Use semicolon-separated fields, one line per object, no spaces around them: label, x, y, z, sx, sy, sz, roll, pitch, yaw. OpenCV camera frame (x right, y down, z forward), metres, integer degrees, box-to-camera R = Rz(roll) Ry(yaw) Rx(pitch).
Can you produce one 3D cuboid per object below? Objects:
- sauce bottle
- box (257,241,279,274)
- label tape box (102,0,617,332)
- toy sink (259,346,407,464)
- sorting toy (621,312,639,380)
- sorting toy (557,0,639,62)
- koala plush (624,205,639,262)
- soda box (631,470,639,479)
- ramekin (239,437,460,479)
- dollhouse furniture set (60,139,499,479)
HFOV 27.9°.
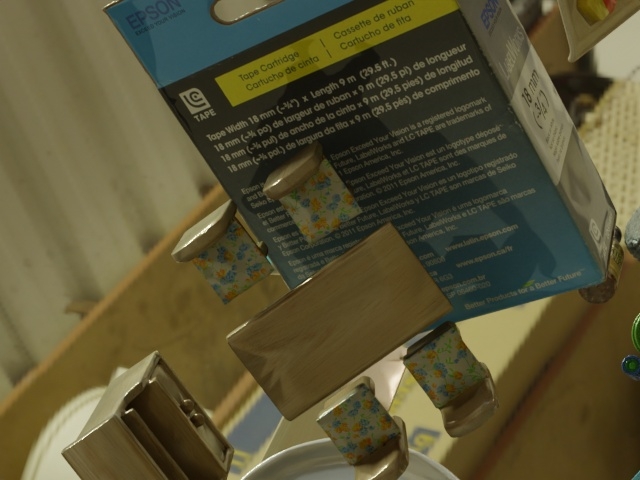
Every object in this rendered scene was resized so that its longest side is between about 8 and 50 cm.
sauce bottle;0.296;0.020;1.351;0.128;0.042;0.042;-59;-38;-56
box;0.000;0.000;1.447;0.100;0.244;0.060;6;-99;-14
label tape box;0.038;-0.093;0.947;0.334;0.240;0.106;58;-147;-22
toy sink;0.017;0.251;1.791;0.234;0.131;0.153;-64;-2;32
sorting toy;0.289;0.107;1.089;0.042;0.061;0.102;34;-127;-62
sorting toy;0.332;-0.337;1.502;0.193;0.038;0.208;-38;-56;-34
koala plush;0.462;-0.010;1.315;0.196;0.221;0.203;-60;6;7
soda box;0.329;0.208;1.142;0.210;0.067;0.071;-53;-22;23
ramekin;0.027;0.327;1.204;0.273;0.273;0.127;-51;-27;-38
dollhouse furniture set;-0.030;0.090;0.861;0.212;0.242;0.161;53;-172;-9
